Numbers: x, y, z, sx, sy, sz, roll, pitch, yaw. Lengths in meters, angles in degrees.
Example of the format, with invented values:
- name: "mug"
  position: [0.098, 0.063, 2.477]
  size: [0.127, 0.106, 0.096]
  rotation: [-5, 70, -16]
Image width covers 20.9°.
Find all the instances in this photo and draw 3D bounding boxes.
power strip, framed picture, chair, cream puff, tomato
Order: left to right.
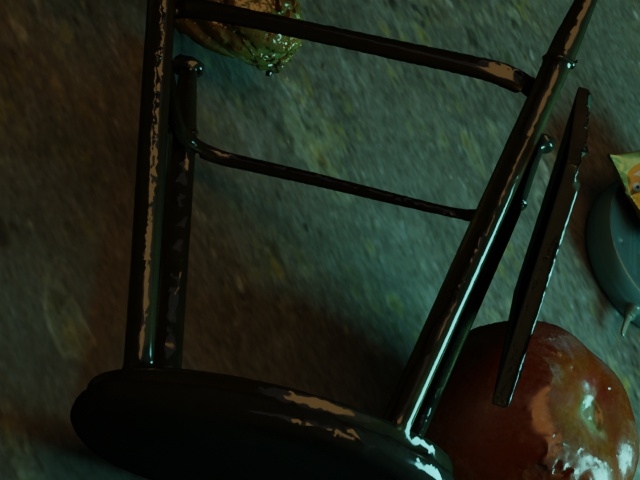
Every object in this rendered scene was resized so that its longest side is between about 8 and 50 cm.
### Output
- name: "cream puff"
  position: [-0.073, -0.219, 1.625]
  size: [0.133, 0.104, 0.119]
  rotation: [39, 12, 24]
- name: "chair"
  position: [0.000, 0.000, 1.392]
  size: [0.365, 0.362, 0.410]
  rotation: [12, 71, 3]
- name: "tomato"
  position: [0.174, 0.178, 1.552]
  size: [0.208, 0.184, 0.208]
  rotation: [23, 56, -40]
- name: "framed picture"
  position: [0.186, -0.003, 1.420]
  size: [0.019, 0.209, 0.281]
  rotation: [16, 17, 5]
- name: "power strip"
  position: [0.345, 0.017, 1.849]
  size: [0.137, 0.044, 0.216]
  rotation: [25, 54, -23]

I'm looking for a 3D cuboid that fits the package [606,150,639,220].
- name: "package"
  position: [0.365, -0.054, 1.851]
  size: [0.121, 0.031, 0.108]
  rotation: [-17, 76, -39]
